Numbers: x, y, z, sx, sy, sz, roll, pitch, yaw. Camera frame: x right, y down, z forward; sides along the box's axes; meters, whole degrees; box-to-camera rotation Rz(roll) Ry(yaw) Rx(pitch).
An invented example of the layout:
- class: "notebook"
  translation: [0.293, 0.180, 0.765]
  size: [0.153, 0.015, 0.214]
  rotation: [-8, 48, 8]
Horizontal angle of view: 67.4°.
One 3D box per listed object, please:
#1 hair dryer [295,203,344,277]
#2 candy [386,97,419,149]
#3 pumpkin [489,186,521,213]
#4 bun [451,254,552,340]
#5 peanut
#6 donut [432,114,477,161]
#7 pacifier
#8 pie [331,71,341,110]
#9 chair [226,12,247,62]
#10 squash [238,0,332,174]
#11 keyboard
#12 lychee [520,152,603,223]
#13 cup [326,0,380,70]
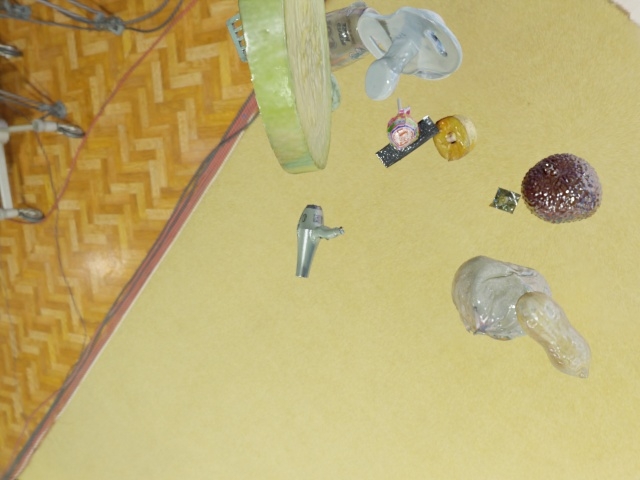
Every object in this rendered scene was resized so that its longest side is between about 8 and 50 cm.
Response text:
- class: "hair dryer"
  translation: [-0.015, 0.023, 1.406]
  size: [0.225, 0.088, 0.219]
  rotation: [45, 121, 55]
- class: "candy"
  translation: [0.308, -0.473, 1.843]
  size: [0.124, 0.365, 0.124]
  rotation: [3, 126, 5]
- class: "pumpkin"
  translation: [0.619, -0.134, 1.609]
  size: [0.083, 0.054, 0.074]
  rotation: [21, 99, 12]
- class: "bun"
  translation: [0.488, 0.173, 1.331]
  size: [0.281, 0.281, 0.205]
  rotation: [12, 64, 25]
- class: "peanut"
  translation: [0.547, 0.220, 1.116]
  size: [0.101, 0.117, 0.263]
  rotation: [-38, 99, 23]
- class: "donut"
  translation: [0.514, -0.395, 1.819]
  size: [0.174, 0.075, 0.190]
  rotation: [65, 157, 10]
- class: "pacifier"
  translation: [0.181, -0.400, 1.081]
  size: [0.207, 0.227, 0.279]
  rotation: [-55, 38, -7]
- class: "pie"
  translation: [-0.018, -0.579, 1.806]
  size: [0.240, 0.054, 0.240]
  rotation: [33, 154, 19]
- class: "chair"
  translation: [-0.168, -0.607, 1.335]
  size: [0.270, 0.147, 0.136]
  rotation: [-14, 105, 27]
- class: "squash"
  translation: [-0.025, -0.196, 0.514]
  size: [0.049, 0.252, 0.252]
  rotation: [-4, 98, 9]
- class: "keyboard"
  translation: [0.334, -0.374, 1.847]
  size: [0.250, 0.017, 0.087]
  rotation: [-33, 107, 26]
- class: "lychee"
  translation: [0.852, -0.178, 1.700]
  size: [0.260, 0.260, 0.260]
  rotation: [5, 102, 26]
- class: "cup"
  translation: [0.133, -0.841, 1.912]
  size: [0.257, 0.227, 0.301]
  rotation: [2, 62, 43]
